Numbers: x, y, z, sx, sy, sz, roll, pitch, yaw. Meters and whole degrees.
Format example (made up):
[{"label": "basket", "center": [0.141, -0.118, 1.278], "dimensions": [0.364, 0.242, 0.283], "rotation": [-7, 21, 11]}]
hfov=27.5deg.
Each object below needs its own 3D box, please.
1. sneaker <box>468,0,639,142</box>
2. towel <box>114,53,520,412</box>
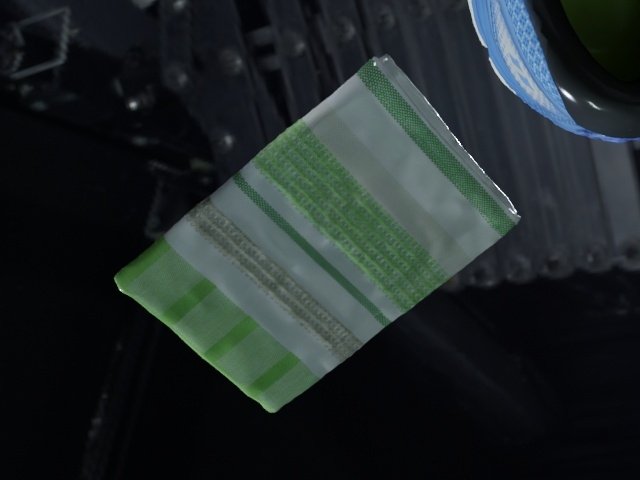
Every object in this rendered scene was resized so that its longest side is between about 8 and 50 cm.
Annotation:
[{"label": "sneaker", "center": [0.107, -0.181, 0.366], "dimensions": [0.147, 0.129, 0.330], "rotation": [-79, -10, -71]}, {"label": "towel", "center": [0.000, 0.000, 0.579], "dimensions": [0.113, 0.152, 0.023], "rotation": [46, -168, -32]}]
